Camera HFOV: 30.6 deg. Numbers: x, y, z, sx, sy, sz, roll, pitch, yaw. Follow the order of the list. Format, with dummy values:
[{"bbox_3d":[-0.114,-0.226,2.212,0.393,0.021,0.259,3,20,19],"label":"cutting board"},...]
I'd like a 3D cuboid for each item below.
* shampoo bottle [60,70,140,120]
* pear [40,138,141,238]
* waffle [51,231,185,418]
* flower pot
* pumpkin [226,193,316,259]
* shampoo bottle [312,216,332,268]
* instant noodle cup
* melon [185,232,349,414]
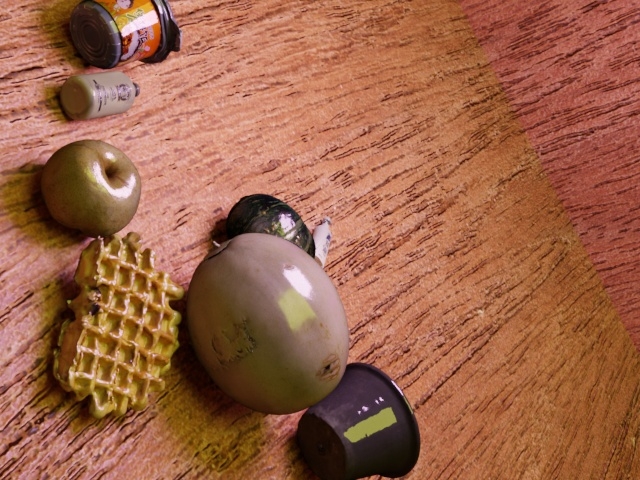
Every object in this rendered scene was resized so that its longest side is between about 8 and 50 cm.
[{"bbox_3d":[-0.376,-0.257,2.051,0.162,0.079,0.079,-20,87,-56],"label":"shampoo bottle"},{"bbox_3d":[-0.375,-0.085,1.901,0.167,0.137,0.167,32,44,-36],"label":"pear"},{"bbox_3d":[-0.326,0.132,1.865,0.309,0.065,0.283,-39,115,-53],"label":"waffle"},{"bbox_3d":[0.052,0.359,2.168,0.148,0.235,0.235,-21,87,-36],"label":"flower pot"},{"bbox_3d":[-0.095,0.000,2.202,0.190,0.190,0.146,37,84,-35],"label":"pumpkin"},{"bbox_3d":[0.000,0.000,2.445,0.049,0.034,0.141,42,39,-23],"label":"shampoo bottle"},{"bbox_3d":[-0.364,-0.382,2.081,0.125,0.208,0.177,-34,129,-42],"label":"instant noodle cup"},{"bbox_3d":[-0.097,0.141,2.019,0.268,0.268,0.330,-38,103,-55],"label":"melon"}]
